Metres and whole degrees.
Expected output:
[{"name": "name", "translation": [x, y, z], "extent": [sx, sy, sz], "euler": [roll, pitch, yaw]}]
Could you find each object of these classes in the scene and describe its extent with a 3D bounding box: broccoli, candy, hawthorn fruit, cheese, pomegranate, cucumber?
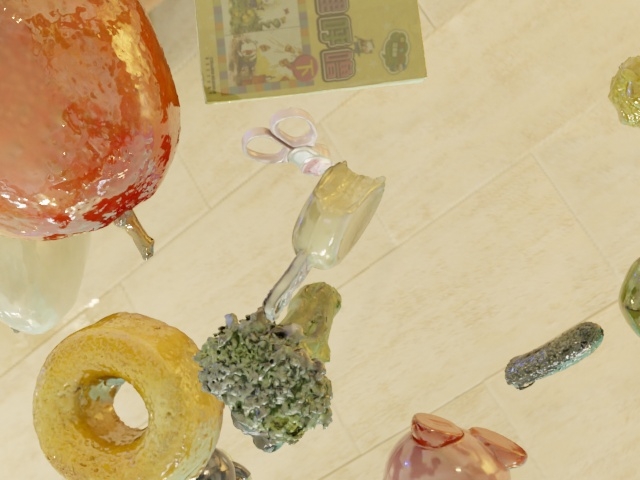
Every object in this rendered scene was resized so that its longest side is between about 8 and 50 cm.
[{"name": "broccoli", "translation": [-0.032, 0.121, 1.033], "extent": [0.165, 0.304, 0.145], "euler": [42, 112, -1]}, {"name": "candy", "translation": [-0.548, -0.023, 1.600], "extent": [0.186, 0.386, 0.426], "euler": [-14, 50, 8]}, {"name": "hawthorn fruit", "translation": [-0.181, -0.078, 0.575], "extent": [0.197, 0.196, 0.225], "euler": [-29, 105, 23]}, {"name": "cheese", "translation": [0.001, -0.005, 0.761], "extent": [0.048, 0.171, 0.092], "euler": [28, 139, 16]}, {"name": "pomegranate", "translation": [0.636, 0.110, 1.524], "extent": [0.179, 0.210, 0.179], "euler": [-9, 73, 31]}, {"name": "cucumber", "translation": [0.422, 0.201, 1.496], "extent": [0.067, 0.067, 0.245], "euler": [63, 145, 12]}]

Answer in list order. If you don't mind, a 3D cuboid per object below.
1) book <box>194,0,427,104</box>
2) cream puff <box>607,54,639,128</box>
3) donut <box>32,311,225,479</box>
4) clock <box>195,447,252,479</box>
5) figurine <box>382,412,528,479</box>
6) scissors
[{"name": "book", "translation": [-0.014, -0.206, 0.725], "extent": [0.192, 0.013, 0.167], "euler": [-6, 84, 4]}, {"name": "cream puff", "translation": [0.470, -0.202, 1.131], "extent": [0.156, 0.156, 0.121], "euler": [-6, 94, 25]}, {"name": "donut", "translation": [-0.277, 0.233, 1.178], "extent": [0.278, 0.108, 0.277], "euler": [-2, 84, 15]}, {"name": "clock", "translation": [-0.249, 0.499, 1.753], "extent": [0.200, 0.243, 0.146], "euler": [-17, 77, -3]}, {"name": "figurine", "translation": [0.159, 0.318, 1.087], "extent": [0.173, 0.173, 0.173], "euler": [0, 90, 26]}, {"name": "scissors", "translation": [-0.010, -0.127, 1.311], "extent": [0.118, 0.242, 0.030], "euler": [-29, 53, 29]}]
